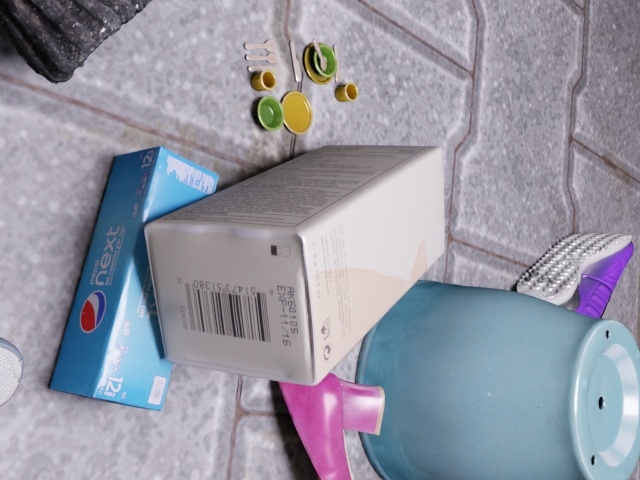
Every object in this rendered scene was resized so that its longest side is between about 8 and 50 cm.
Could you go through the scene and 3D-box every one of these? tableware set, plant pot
[{"bbox_3d":[-0.016,-0.170,0.823,0.154,0.024,0.104,-13,97,-46],"label":"tableware set"},{"bbox_3d":[0.225,0.179,0.879,0.272,0.255,0.271,5,83,-46],"label":"plant pot"}]

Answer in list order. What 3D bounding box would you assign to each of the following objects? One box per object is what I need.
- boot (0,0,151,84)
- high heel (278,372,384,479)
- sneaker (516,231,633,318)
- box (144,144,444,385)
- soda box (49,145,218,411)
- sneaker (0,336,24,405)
[{"bbox_3d":[-0.249,-0.199,0.463,0.260,0.131,0.348,58,33,-25],"label":"boot"},{"bbox_3d":[-0.009,0.259,0.780,0.117,0.082,0.244,12,91,-16],"label":"high heel"},{"bbox_3d":[0.411,0.088,1.194,0.293,0.102,0.146,-28,111,-38],"label":"sneaker"},{"bbox_3d":[0.000,0.000,0.680,0.311,0.148,0.121,-32,122,-57],"label":"box"},{"bbox_3d":[-0.154,0.031,0.633,0.067,0.071,0.210,27,68,-43],"label":"soda box"},{"bbox_3d":[-0.255,0.123,0.428,0.283,0.122,0.110,-22,131,-73],"label":"sneaker"}]
